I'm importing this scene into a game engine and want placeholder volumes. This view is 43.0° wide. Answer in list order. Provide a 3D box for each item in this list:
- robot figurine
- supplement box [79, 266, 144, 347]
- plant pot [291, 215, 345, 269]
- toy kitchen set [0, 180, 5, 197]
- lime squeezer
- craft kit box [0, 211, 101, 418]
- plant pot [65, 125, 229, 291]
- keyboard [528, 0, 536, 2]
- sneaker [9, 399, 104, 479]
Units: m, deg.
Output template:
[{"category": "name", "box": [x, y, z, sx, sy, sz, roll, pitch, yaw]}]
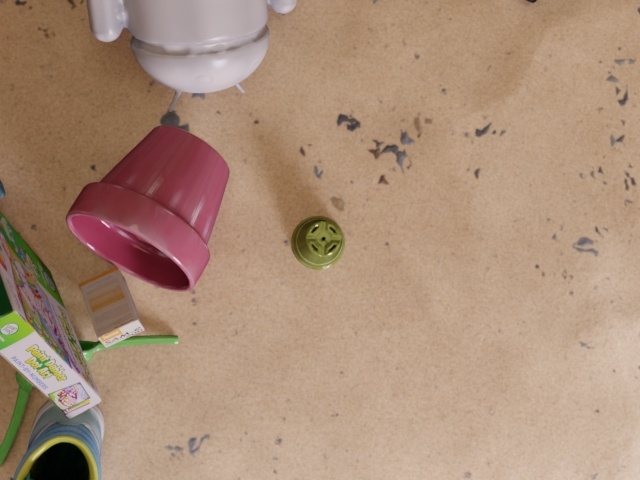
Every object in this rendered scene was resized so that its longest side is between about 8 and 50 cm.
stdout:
[{"category": "robot figurine", "box": [-0.175, -0.358, 1.125, 0.300, 0.199, 0.353, -12, 122, -16]}, {"category": "supplement box", "box": [-0.301, 0.096, 1.173, 0.062, 0.036, 0.098, -24, 60, -7]}, {"category": "plant pot", "box": [0.000, 0.000, 1.211, 0.083, 0.079, 0.083, 0, 85, -5]}, {"category": "toy kitchen set", "box": [-0.504, -0.156, 1.126, 0.122, 0.166, 0.207, -29, 89, -7]}, {"category": "lime squeezer", "box": [-0.362, 0.192, 1.169, 0.310, 0.059, 0.110, -34, 89, -8]}, {"category": "craft kit box", "box": [-0.385, 0.072, 1.034, 0.061, 0.246, 0.249, -27, 55, -11]}, {"category": "plant pot", "box": [-0.225, -0.053, 1.146, 0.201, 0.201, 0.180, 28, 67, -3]}, {"category": "keyboard", "box": [0.393, -0.448, 1.320, 0.192, 0.038, 0.100, -41, 67, -7]}, {"category": "sneaker", "box": [-0.365, 0.377, 1.067, 0.127, 0.208, 0.318, 9, 92, -14]}]
